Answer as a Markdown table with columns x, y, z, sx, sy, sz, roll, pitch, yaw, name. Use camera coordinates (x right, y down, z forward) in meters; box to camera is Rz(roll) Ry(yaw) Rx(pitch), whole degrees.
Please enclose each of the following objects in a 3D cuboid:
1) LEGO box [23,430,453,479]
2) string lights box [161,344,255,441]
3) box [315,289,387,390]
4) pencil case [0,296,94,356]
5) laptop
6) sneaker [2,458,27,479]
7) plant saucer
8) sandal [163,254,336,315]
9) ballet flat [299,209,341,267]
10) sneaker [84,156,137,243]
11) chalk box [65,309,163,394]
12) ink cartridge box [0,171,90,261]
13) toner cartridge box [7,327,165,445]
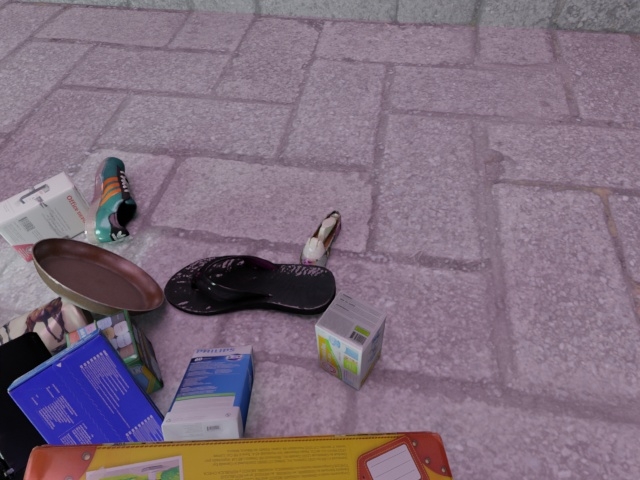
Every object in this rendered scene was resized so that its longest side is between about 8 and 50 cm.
| x | y | z | sx | sy | sz | roll | pitch | yaw | name |
| --- | --- | --- | --- | --- | --- | --- | --- | --- | --- |
| -0.114 | 0.418 | 0.611 | 0.500 | 0.372 | 0.193 | 8 | 50 | -21 | LEGO box |
| -0.212 | 0.310 | 0.900 | 0.133 | 0.077 | 0.260 | -4 | 16 | -1 | string lights box |
| 0.065 | 0.220 | 0.966 | 0.114 | 0.203 | 0.103 | 26 | 56 | 23 | box |
| -0.697 | 0.262 | 0.988 | 0.410 | 0.160 | 0.183 | -32 | 64 | -21 | pencil case |
| -0.651 | 0.357 | 0.880 | 0.264 | 0.136 | 0.234 | -35 | 87 | 4 | laptop |
| -0.624 | 0.452 | 0.904 | 0.089 | 0.051 | 0.170 | 7 | 56 | 1 | sneaker |
| -0.530 | 0.095 | 1.067 | 0.310 | 0.310 | 0.050 | 35 | 98 | 26 | plant saucer |
| -0.184 | 0.095 | 1.124 | 0.445 | 0.107 | 0.167 | -1 | 52 | 8 | sandal |
| 0.000 | 0.000 | 1.220 | 0.077 | 0.079 | 0.221 | 20 | 56 | 13 | ballet flat |
| -0.601 | -0.124 | 1.328 | 0.121 | 0.108 | 0.302 | -4 | 60 | -2 | sneaker |
| -0.446 | 0.250 | 0.953 | 0.132 | 0.213 | 0.132 | -23 | 53 | -14 | chalk box |
| -0.769 | -0.068 | 1.249 | 0.218 | 0.158 | 0.092 | -34 | 58 | -23 | ink cartridge box |
| -0.384 | 0.352 | 0.825 | 0.165 | 0.075 | 0.348 | -34 | 101 | -24 | toner cartridge box |
